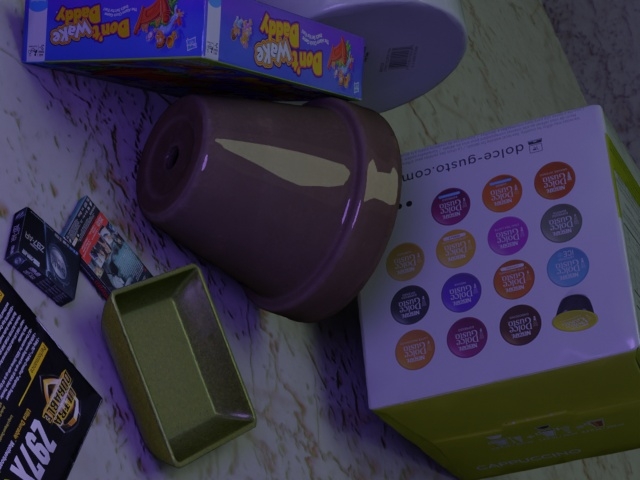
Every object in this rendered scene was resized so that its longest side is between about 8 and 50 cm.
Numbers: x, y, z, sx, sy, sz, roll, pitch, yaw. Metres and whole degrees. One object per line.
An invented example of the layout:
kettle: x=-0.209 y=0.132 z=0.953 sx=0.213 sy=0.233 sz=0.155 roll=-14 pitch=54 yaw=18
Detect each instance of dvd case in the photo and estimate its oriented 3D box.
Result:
dvd case: x=-0.224 y=0.020 z=1.850 sx=0.119 sy=0.013 sz=0.087 roll=51 pitch=27 yaw=-21

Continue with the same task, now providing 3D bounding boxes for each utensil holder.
utensil holder: x=0.004 y=-0.394 z=2.339 sx=0.327 sy=0.328 sz=0.385 roll=25 pitch=47 yaw=-53

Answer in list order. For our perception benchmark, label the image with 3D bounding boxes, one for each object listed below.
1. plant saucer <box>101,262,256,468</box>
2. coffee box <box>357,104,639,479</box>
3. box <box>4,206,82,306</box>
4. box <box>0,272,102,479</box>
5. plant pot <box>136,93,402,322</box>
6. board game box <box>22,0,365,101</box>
plant saucer: x=-0.154 y=0.130 z=1.821 sx=0.188 sy=0.045 sz=0.188 roll=-20 pitch=89 yaw=-64
coffee box: x=0.261 y=0.081 z=2.229 sx=0.338 sy=0.338 sz=0.334 roll=44 pitch=36 yaw=-56
box: x=-0.274 y=0.016 z=1.752 sx=0.083 sy=0.018 sz=0.067 roll=46 pitch=30 yaw=-33
box: x=-0.298 y=0.124 z=1.270 sx=0.257 sy=0.079 sz=0.322 roll=56 pitch=24 yaw=-22
plant pot: x=-0.073 y=-0.063 z=1.985 sx=0.229 sy=0.263 sz=0.263 roll=21 pitch=45 yaw=-32
board game box: x=-0.134 y=-0.215 z=1.985 sx=0.347 sy=0.233 sz=0.078 roll=7 pitch=86 yaw=-60
